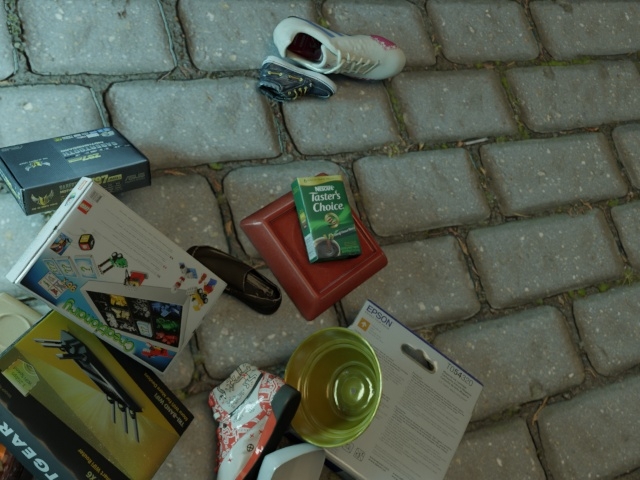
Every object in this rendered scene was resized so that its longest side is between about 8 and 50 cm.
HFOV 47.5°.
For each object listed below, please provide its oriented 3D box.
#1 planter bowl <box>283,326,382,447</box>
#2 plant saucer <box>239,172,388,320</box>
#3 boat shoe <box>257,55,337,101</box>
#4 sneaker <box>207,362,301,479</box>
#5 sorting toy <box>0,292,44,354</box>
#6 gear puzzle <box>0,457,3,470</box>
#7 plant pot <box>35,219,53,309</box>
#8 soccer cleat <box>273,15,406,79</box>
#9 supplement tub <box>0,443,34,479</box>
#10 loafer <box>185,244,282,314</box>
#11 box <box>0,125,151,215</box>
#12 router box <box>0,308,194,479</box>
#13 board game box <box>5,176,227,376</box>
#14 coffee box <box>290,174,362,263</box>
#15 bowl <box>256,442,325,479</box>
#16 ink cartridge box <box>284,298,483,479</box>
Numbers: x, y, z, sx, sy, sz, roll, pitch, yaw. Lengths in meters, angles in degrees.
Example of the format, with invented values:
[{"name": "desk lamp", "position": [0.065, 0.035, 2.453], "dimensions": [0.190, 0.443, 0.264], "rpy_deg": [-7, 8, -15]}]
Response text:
[{"name": "planter bowl", "position": [0.042, 0.274, 1.350], "dimensions": [0.090, 0.217, 0.217], "rpy_deg": [25, 56, -52]}, {"name": "plant saucer", "position": [0.000, 0.000, 1.567], "dimensions": [0.259, 0.048, 0.258], "rpy_deg": [-33, 87, -33]}, {"name": "boat shoe", "position": [-0.055, -0.350, 1.675], "dimensions": [0.183, 0.065, 0.083], "rpy_deg": [19, 69, -14]}, {"name": "sneaker", "position": [-0.158, 0.359, 1.331], "dimensions": [0.145, 0.090, 0.270], "rpy_deg": [27, 84, 26]}, {"name": "sorting toy", "position": [-0.508, 0.207, 1.220], "dimensions": [0.193, 0.038, 0.208], "rpy_deg": [35, 39, -10]}, {"name": "gear puzzle", "position": [-0.565, 0.306, 1.051], "dimensions": [0.175, 0.044, 0.339], "rpy_deg": [-14, 82, -26]}, {"name": "plant pot", "position": [-0.399, 0.019, 1.283], "dimensions": [0.205, 0.188, 0.205], "rpy_deg": [9, 67, -22]}, {"name": "soccer cleat", "position": [0.048, -0.427, 1.705], "dimensions": [0.331, 0.116, 0.143], "rpy_deg": [10, 37, -15]}, {"name": "supplement tub", "position": [-0.542, 0.330, 1.139], "dimensions": [0.198, 0.106, 0.106], "rpy_deg": [20, 63, -17]}, {"name": "loafer", "position": [-0.164, 0.067, 1.441], "dimensions": [0.220, 0.078, 0.080], "rpy_deg": [28, 61, -14]}, {"name": "box", "position": [-0.454, -0.134, 1.335], "dimensions": [0.232, 0.059, 0.183], "rpy_deg": [-18, 39, -29]}, {"name": "router box", "position": [-0.381, 0.270, 1.177], "dimensions": [0.309, 0.081, 0.243], "rpy_deg": [50, 34, -12]}, {"name": "board game box", "position": [-0.317, 0.065, 1.178], "dimensions": [0.305, 0.053, 0.193], "rpy_deg": [43, 74, -35]}, {"name": "coffee box", "position": [0.012, -0.047, 1.538], "dimensions": [0.113, 0.040, 0.184], "rpy_deg": [-5, 73, -27]}, {"name": "bowl", "position": [-0.064, 0.430, 1.318], "dimensions": [0.142, 0.142, 0.053], "rpy_deg": [-2, 25, -46]}, {"name": "ink cartridge box", "position": [0.136, 0.343, 1.480], "dimensions": [0.324, 0.071, 0.330], "rpy_deg": [37, 58, -5]}]
